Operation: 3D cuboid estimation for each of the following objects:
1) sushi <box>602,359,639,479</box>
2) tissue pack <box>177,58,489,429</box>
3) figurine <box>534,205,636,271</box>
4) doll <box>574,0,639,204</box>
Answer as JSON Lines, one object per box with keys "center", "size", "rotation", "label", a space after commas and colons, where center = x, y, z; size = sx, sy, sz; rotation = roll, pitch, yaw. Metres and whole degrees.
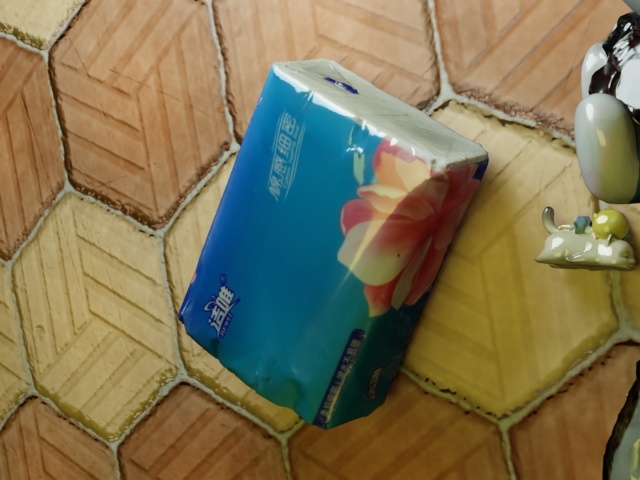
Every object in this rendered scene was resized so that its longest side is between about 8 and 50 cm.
{"center": [0.363, 0.163, 0.796], "size": [0.348, 0.207, 0.234], "rotation": [35, 104, 22], "label": "sushi"}
{"center": [0.000, 0.000, 1.080], "size": [0.209, 0.137, 0.270], "rotation": [36, 117, 30], "label": "tissue pack"}
{"center": [0.213, -0.002, 0.981], "size": [0.083, 0.047, 0.051], "rotation": [2, 87, 32], "label": "figurine"}
{"center": [0.277, -0.189, 0.795], "size": [0.240, 0.284, 0.310], "rotation": [0, 114, -1], "label": "doll"}
